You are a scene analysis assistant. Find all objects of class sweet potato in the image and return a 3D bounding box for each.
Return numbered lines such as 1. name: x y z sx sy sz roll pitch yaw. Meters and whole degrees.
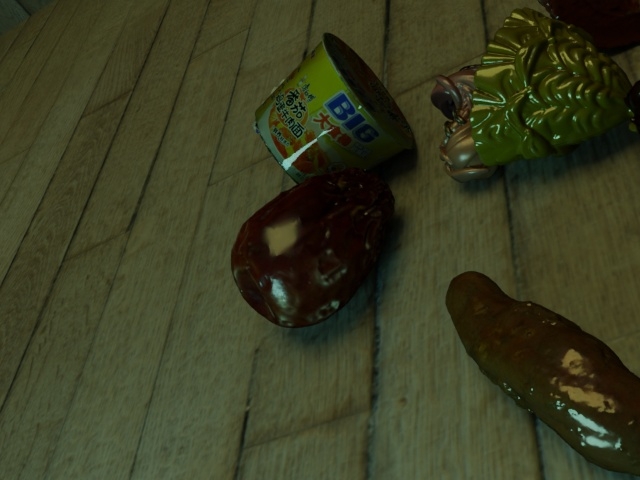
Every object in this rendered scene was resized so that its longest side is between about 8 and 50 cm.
1. sweet potato: 0.205 0.113 0.770 0.106 0.095 0.354 -8 25 -29

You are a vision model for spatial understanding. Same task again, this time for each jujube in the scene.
1. jujube: 0.000 0.000 1.071 0.168 0.168 0.236 6 39 48

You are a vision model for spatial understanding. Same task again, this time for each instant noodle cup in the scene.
1. instant noodle cup: 0.016 -0.162 1.213 0.153 0.205 0.205 -39 32 20

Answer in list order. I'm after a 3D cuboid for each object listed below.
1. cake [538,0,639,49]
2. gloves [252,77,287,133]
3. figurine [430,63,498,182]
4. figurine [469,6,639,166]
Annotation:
1. cake: 0.396 -0.361 1.077 0.283 0.177 0.151 -19 38 20
2. gloves: -0.031 -0.218 1.388 0.119 0.097 0.229 -25 8 -34
3. figurine: 0.193 -0.150 1.082 0.114 0.126 0.157 109 180 -49
4. figurine: 0.339 -0.149 0.933 0.315 0.168 0.187 15 50 41
